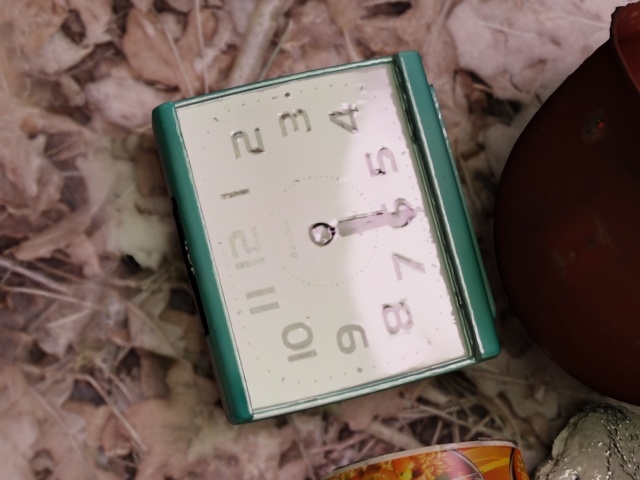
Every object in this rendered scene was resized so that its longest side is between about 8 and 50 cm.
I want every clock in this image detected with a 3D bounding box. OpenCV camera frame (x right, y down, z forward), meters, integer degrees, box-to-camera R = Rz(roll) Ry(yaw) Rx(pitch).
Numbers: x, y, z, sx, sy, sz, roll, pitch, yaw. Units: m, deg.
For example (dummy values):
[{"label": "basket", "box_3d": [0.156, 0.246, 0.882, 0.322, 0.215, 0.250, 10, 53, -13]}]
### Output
[{"label": "clock", "box_3d": [0.000, 0.000, 1.384, 0.231, 0.116, 0.262, -14, 83, -14]}]

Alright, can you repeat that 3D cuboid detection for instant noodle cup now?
[{"label": "instant noodle cup", "box_3d": [0.089, 0.253, 1.316, 0.213, 0.213, 0.174, -5, 73, -18]}]

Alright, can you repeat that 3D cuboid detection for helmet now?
[{"label": "helmet", "box_3d": [0.256, 0.006, 1.363, 0.385, 0.230, 0.337, -8, 67, -61]}]

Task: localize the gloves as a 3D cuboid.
[{"label": "gloves", "box_3d": [0.231, 0.212, 1.426, 0.114, 0.070, 0.153, 42, 69, -5]}]
